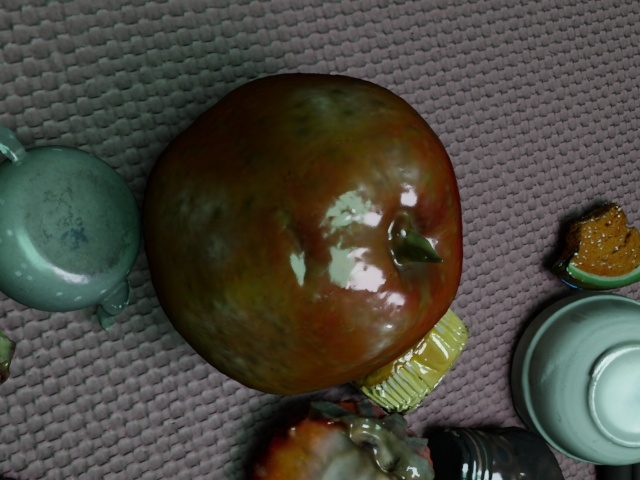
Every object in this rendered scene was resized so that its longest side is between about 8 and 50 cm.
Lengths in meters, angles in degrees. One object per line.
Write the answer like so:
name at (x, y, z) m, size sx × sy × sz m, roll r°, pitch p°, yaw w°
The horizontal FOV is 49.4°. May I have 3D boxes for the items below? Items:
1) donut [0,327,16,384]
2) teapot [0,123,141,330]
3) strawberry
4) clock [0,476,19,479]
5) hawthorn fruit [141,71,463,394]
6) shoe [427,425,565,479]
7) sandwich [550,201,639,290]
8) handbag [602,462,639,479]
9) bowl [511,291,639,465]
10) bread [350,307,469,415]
donut at (-0.500, 0.047, 0.727) m, size 0.259 × 0.136 × 0.344 m, roll -22°, pitch 104°, yaw -19°
teapot at (-0.309, -0.013, 0.813) m, size 0.294 × 0.130 × 0.193 m, roll 56°, pitch 47°, yaw -20°
strawberry at (0.020, 0.387, 1.015) m, size 0.265 × 0.149 × 0.336 m, roll 32°, pitch 102°, yaw 9°
clock at (-0.369, 0.454, 0.786) m, size 0.273 × 0.279 × 0.049 m, roll -51°, pitch 159°, yaw -15°
hawthorn fruit at (0.000, 0.000, 0.842) m, size 0.403 × 0.403 × 0.402 m, roll -3°, pitch 96°, yaw -27°
shoe at (0.280, 0.502, 1.151) m, size 0.237 × 0.171 × 0.383 m, roll 9°, pitch 83°, yaw -24°
sandwich at (0.508, 0.024, 1.285) m, size 0.235 × 0.079 × 0.159 m, roll -24°, pitch 95°, yaw -27°
handbag at (0.681, 0.430, 1.391) m, size 0.286 × 0.113 × 0.256 m, roll -10°, pitch 105°, yaw -26°
bowl at (0.500, 0.246, 1.190) m, size 0.307 × 0.163 × 0.307 m, roll 0°, pitch 92°, yaw -4°
bread at (0.129, 0.166, 1.066) m, size 0.114 × 0.132 × 0.190 m, roll 45°, pitch 72°, yaw -22°
